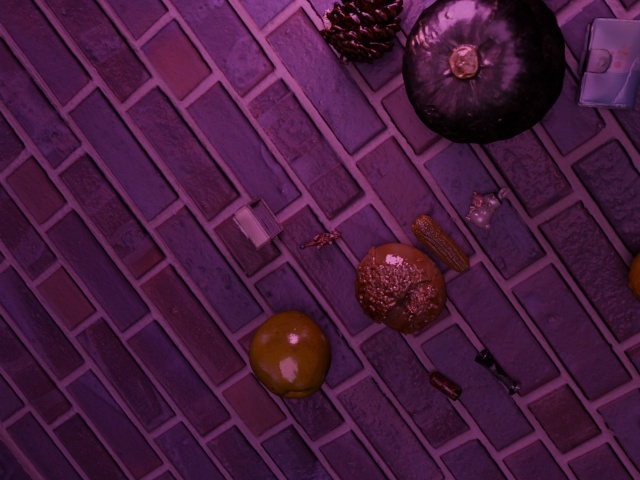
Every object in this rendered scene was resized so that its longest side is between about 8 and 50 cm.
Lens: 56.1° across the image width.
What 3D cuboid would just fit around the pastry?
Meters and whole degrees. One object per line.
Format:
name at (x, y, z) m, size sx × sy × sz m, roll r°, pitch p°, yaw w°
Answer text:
pastry at (0.256, 0.160, 1.947) m, size 0.315 × 0.184 × 0.284 m, roll 38°, pitch 105°, yaw 1°

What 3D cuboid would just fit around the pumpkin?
pumpkin at (0.454, -0.491, 1.690) m, size 0.454 × 0.344 × 0.455 m, roll 6°, pitch 103°, yaw 26°

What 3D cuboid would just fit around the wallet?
wallet at (0.847, -0.512, 1.748) m, size 0.176 × 0.075 × 0.251 m, roll 8°, pitch 105°, yaw 10°

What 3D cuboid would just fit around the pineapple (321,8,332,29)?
pineapple at (0.029, -0.686, 1.893) m, size 0.045 × 0.019 × 0.083 m, roll -28°, pitch 99°, yaw 12°

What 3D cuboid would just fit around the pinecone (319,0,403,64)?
pinecone at (0.131, -0.645, 1.784) m, size 0.224 × 0.224 × 0.273 m, roll 34°, pitch 94°, yaw 2°

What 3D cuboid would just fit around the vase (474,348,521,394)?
vase at (0.596, 0.441, 2.010) m, size 0.167 × 0.059 × 0.059 m, roll 44°, pitch 106°, yaw -2°

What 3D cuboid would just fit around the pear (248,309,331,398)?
pear at (-0.099, 0.378, 2.015) m, size 0.294 × 0.294 × 0.295 m, roll 2°, pitch 102°, yaw 10°

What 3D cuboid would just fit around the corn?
corn at (0.389, 0.013, 1.948) m, size 0.231 × 0.080 × 0.080 m, roll 45°, pitch 106°, yaw -3°

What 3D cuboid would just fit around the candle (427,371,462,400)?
candle at (0.419, 0.493, 2.058) m, size 0.130 × 0.052 × 0.052 m, roll 37°, pitch 106°, yaw 1°

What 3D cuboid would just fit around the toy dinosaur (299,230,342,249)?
toy dinosaur at (0.000, 0.000, 2.026) m, size 0.154 × 0.055 × 0.049 m, roll -18°, pitch 101°, yaw 6°

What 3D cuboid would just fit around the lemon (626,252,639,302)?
lemon at (1.054, 0.106, 1.767) m, size 0.288 × 0.233 × 0.234 m, roll -13°, pitch 99°, yaw 5°

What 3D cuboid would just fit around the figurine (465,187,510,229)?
figurine at (0.520, -0.118, 1.891) m, size 0.098 × 0.081 × 0.146 m, roll 26°, pitch 106°, yaw 4°

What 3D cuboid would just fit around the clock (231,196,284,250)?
clock at (-0.202, -0.056, 1.981) m, size 0.071 × 0.192 × 0.147 m, roll -35°, pitch 93°, yaw 14°
